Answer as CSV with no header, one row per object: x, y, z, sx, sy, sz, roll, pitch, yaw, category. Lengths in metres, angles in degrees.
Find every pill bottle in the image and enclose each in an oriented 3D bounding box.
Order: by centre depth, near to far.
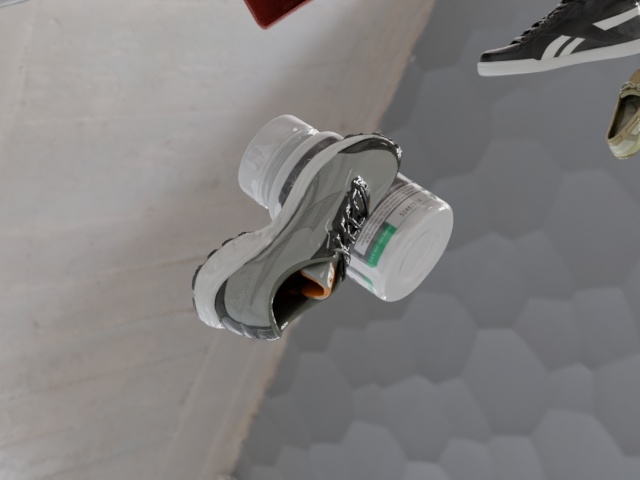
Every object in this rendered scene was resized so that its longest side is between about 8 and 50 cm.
0.039,-0.067,1.911,0.204,0.361,0.204,-41,152,-28,pill bottle

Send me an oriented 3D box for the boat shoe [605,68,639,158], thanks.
0.446,-0.191,1.540,0.048,0.056,0.153,40,67,-37,boat shoe

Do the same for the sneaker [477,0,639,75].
0.289,-0.274,1.321,0.216,0.079,0.121,-11,99,-9,sneaker

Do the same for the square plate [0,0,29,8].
-0.297,-0.463,1.208,0.049,0.344,0.347,-47,126,-56,square plate

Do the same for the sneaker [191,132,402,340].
0.000,0.000,1.059,0.271,0.108,0.100,-47,140,-24,sneaker

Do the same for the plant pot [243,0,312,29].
-0.003,-0.468,1.376,0.235,0.267,0.267,-36,-168,-24,plant pot
